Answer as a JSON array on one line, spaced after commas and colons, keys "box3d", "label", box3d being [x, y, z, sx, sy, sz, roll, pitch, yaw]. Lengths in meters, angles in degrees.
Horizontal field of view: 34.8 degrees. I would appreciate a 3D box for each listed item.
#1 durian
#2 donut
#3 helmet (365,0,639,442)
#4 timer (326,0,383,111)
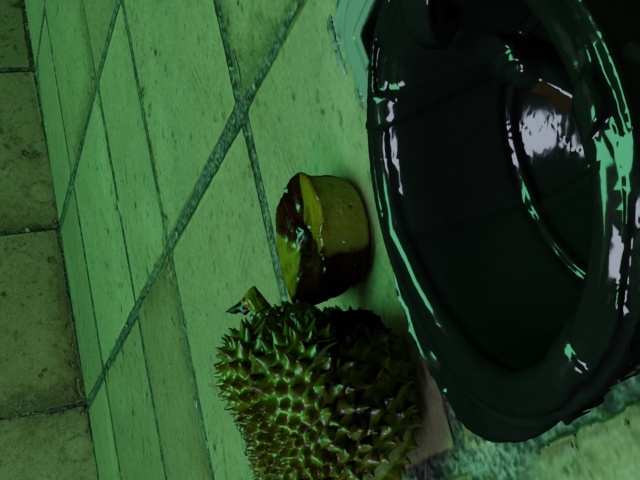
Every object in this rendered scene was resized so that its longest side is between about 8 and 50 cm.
[{"box3d": [0.004, 0.113, 0.880, 0.138, 0.193, 0.237, -50, 57, 30], "label": "durian"}, {"box3d": [0.000, 0.000, 0.986, 0.140, 0.059, 0.140, 174, 90, -69], "label": "donut"}, {"box3d": [0.133, -0.035, 0.522, 0.279, 0.160, 0.230, 92, 155, -44], "label": "helmet"}, {"box3d": [0.079, -0.136, 0.736, 0.178, 0.078, 0.253, 117, 140, -54], "label": "timer"}]
